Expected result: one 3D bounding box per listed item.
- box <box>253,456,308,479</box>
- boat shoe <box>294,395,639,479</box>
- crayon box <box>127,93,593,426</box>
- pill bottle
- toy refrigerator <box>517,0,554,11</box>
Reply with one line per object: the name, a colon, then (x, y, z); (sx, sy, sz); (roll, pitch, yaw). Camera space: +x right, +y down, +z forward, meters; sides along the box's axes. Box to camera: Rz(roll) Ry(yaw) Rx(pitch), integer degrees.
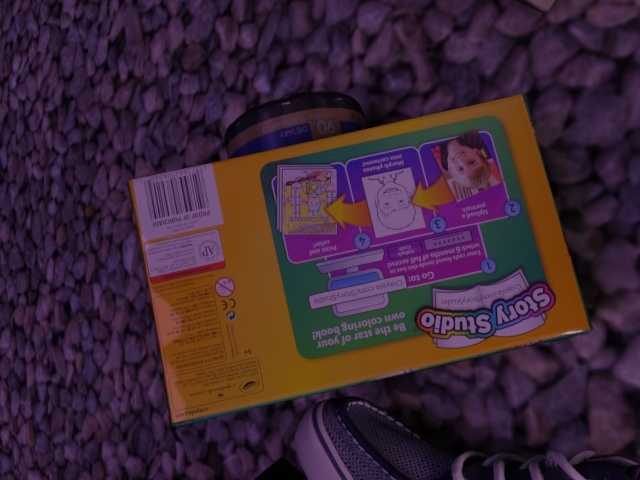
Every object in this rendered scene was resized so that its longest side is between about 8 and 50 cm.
box: (-0.001, 0.289, 0.639); (0.156, 0.093, 0.158); (26, 138, 41)
boat shoe: (0.137, 0.182, 0.539); (0.340, 0.127, 0.158); (38, 110, 28)
crayon box: (0.023, 0.016, 0.544); (0.278, 0.081, 0.166); (-12, 79, -2)
pill bottle: (0.000, 0.000, 0.652); (0.122, 0.122, 0.219); (-24, 75, 42)
toy refrigerator: (0.077, -0.275, 0.596); (0.269, 0.094, 0.102); (39, 110, 35)
